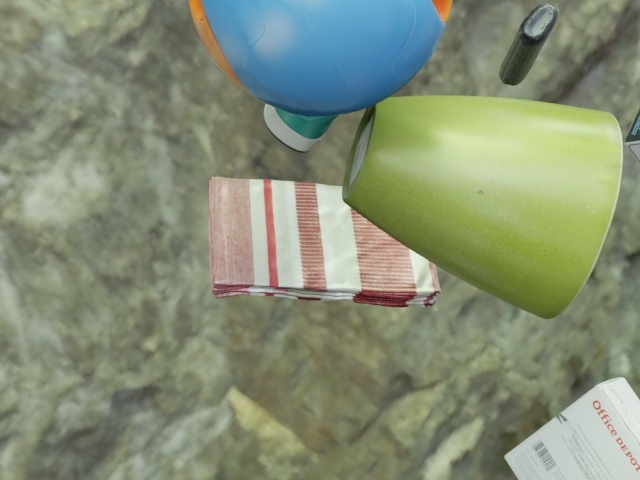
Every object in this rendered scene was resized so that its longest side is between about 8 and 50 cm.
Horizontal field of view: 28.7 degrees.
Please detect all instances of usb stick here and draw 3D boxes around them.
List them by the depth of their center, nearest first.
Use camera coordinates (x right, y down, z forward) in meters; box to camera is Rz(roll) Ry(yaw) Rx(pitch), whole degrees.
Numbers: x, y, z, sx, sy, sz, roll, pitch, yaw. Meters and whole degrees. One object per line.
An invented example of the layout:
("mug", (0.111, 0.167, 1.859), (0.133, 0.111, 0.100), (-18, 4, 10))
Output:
("usb stick", (0.327, -0.306, 1.980), (0.077, 0.045, 0.278), (-50, -6, -4))

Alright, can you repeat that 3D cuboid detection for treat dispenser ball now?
("treat dispenser ball", (0.001, -0.279, 1.352), (0.288, 0.288, 0.288), (-48, -22, -27))

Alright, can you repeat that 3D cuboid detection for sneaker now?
("sneaker", (0.023, -0.257, 1.641), (0.178, 0.123, 0.295), (-46, 18, 33))

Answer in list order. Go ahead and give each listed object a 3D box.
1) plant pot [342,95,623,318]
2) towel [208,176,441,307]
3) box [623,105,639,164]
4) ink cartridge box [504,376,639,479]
("plant pot", (0.185, -0.070, 1.579), (0.275, 0.293, 0.275), (-165, 90, -82))
("towel", (0.000, 0.000, 1.833), (0.237, 0.329, 0.037), (-96, 13, -46))
("box", (0.623, -0.137, 1.864), (0.169, 0.290, 0.087), (45, -119, -31))
("ink cartridge box", (0.418, 0.337, 1.931), (0.092, 0.160, 0.219), (-6, -32, -50))
